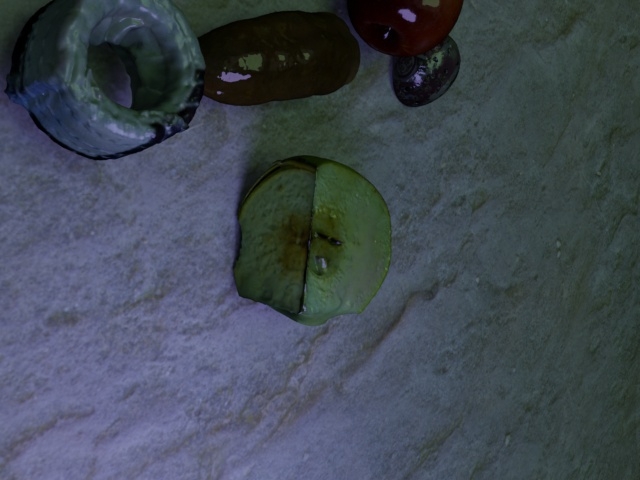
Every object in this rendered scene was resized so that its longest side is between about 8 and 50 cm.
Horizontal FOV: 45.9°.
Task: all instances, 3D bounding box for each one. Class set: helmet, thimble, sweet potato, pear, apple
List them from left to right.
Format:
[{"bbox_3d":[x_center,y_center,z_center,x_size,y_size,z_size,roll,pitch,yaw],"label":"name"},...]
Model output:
[{"bbox_3d":[-0.279,-0.222,0.992,0.237,0.150,0.237,9,77,-46],"label":"thimble"},{"bbox_3d":[-0.088,-0.296,1.243,0.369,0.157,0.158,-24,110,-45],"label":"sweet potato"},{"bbox_3d":[0.000,0.000,1.342,0.281,0.176,0.287,2,95,-49],"label":"pear"},{"bbox_3d":[0.164,-0.466,1.449,0.218,0.218,0.201,48,61,-37],"label":"apple"},{"bbox_3d":[0.239,-0.375,1.619,0.153,0.107,0.177,41,63,-43],"label":"helmet"}]
